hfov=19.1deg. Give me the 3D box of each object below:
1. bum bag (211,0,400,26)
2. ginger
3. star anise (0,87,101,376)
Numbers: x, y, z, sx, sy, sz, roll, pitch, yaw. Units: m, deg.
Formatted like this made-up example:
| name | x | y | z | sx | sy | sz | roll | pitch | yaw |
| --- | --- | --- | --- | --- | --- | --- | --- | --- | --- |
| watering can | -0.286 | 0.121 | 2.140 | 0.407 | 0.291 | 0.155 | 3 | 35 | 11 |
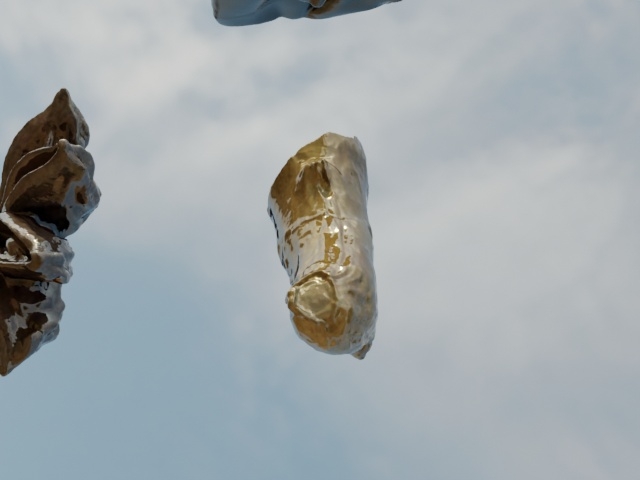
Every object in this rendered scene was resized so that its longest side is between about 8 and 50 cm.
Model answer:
| name | x | y | z | sx | sy | sz | roll | pitch | yaw |
| --- | --- | --- | --- | --- | --- | --- | --- | --- | --- |
| bum bag | -0.014 | -0.175 | 0.925 | 0.248 | 0.123 | 0.060 | 67 | 2 | -56 |
| ginger | 0.002 | 0.004 | 0.749 | 0.137 | 0.044 | 0.057 | -95 | -163 | -55 |
| star anise | -0.214 | 0.012 | 1.367 | 0.212 | 0.073 | 0.197 | -50 | -149 | 45 |
